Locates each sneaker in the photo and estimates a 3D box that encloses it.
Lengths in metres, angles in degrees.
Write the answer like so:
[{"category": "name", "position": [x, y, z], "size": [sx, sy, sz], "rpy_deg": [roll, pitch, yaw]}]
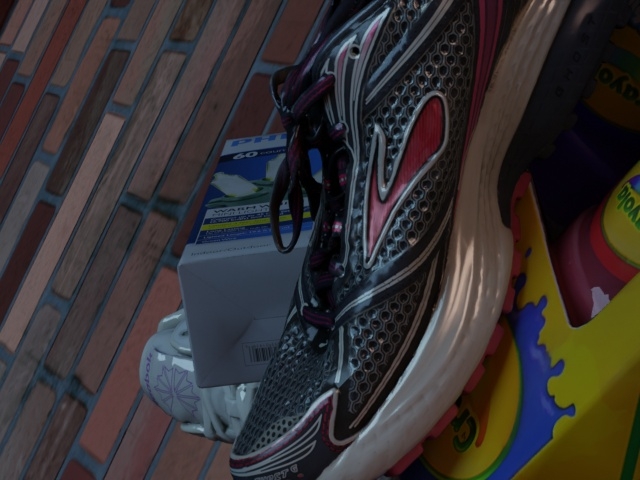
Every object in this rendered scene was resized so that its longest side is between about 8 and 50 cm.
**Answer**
[{"category": "sneaker", "position": [-0.024, 0.102, 1.103], "size": [0.305, 0.152, 0.114], "rpy_deg": [-134, 39, -71]}, {"category": "sneaker", "position": [0.024, -0.029, 0.783], "size": [0.121, 0.112, 0.299], "rpy_deg": [11, 79, 66]}]

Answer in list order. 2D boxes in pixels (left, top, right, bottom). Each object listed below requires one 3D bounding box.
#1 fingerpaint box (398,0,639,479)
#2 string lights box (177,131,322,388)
[{"category": "fingerpaint box", "position": [0.186, -0.092, 0.851], "size": [0.371, 0.163, 0.444], "rpy_deg": [-49, 26, 32]}, {"category": "string lights box", "position": [0.000, 0.000, 1.094], "size": [0.259, 0.133, 0.076], "rpy_deg": [-82, -15, -72]}]
